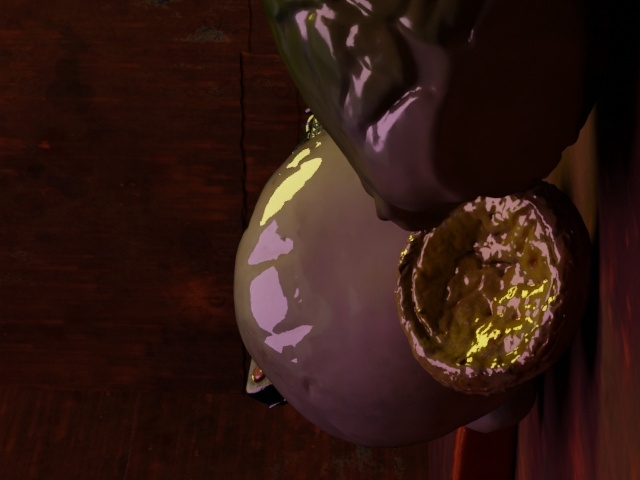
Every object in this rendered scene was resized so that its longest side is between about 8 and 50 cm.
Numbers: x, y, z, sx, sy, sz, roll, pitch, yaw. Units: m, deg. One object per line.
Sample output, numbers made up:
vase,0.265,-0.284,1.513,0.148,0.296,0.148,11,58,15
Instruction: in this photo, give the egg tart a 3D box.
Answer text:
egg tart,0.149,0.037,1.382,0.074,0.191,0.191,13,-106,-44

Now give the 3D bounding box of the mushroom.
mushroom,0.075,0.065,1.583,0.315,0.315,0.356,-85,-20,-71

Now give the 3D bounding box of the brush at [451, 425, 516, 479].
brush,0.191,0.202,1.959,0.051,0.070,0.323,-96,7,-69

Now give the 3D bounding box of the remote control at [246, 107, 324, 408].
remote control,0.000,0.000,1.855,0.145,0.062,0.398,-27,41,39

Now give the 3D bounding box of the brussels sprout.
brussels sprout,0.099,-0.175,1.267,0.344,0.268,0.344,-21,-90,-88
